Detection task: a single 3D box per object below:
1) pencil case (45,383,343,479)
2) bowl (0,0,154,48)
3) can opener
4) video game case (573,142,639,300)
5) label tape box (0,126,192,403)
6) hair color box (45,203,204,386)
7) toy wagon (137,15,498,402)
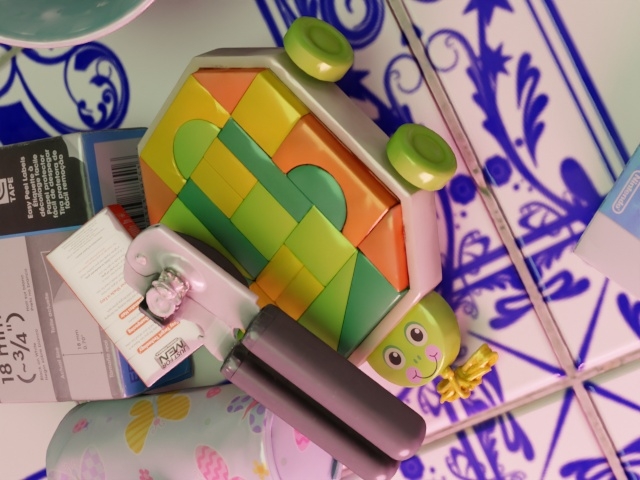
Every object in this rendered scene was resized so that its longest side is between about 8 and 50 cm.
[{"bbox_3d":[-0.115,0.194,1.148,0.273,0.113,0.124,-12,124,33],"label":"pencil case"},{"bbox_3d":[-0.208,-0.326,1.061,0.311,0.163,0.312,5,109,16],"label":"bowl"},{"bbox_3d":[-0.037,0.078,1.015,0.280,0.093,0.074,39,128,5],"label":"can opener"},{"bbox_3d":[0.339,-0.033,0.853,0.244,0.061,0.270,37,116,21],"label":"video game case"},{"bbox_3d":[-0.299,0.033,1.242,0.333,0.106,0.241,-6,95,33],"label":"label tape box"},{"bbox_3d":[-0.158,0.045,1.089,0.072,0.043,0.141,-38,90,7],"label":"hair color box"},{"bbox_3d":[0.000,0.000,1.046,0.344,0.068,0.267,47,128,11],"label":"toy wagon"}]
